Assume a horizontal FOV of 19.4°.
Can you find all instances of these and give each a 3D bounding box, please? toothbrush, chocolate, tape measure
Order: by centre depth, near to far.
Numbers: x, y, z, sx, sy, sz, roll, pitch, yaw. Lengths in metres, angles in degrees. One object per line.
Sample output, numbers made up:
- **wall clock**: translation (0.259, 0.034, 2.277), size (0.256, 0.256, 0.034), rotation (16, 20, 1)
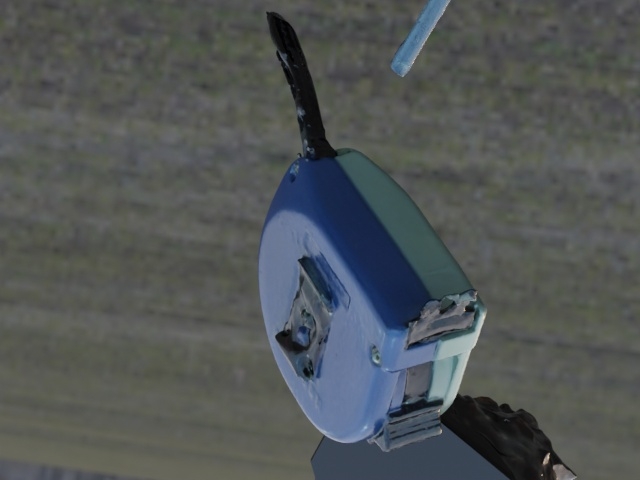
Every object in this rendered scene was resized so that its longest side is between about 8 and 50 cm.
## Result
- **toothbrush**: translation (0.114, -0.219, 1.476), size (0.016, 0.219, 0.019), rotation (23, -151, -17)
- **tape measure**: translation (0.000, 0.000, 1.484), size (0.098, 0.351, 0.215), rotation (-12, 140, -23)
- **chocolate**: translation (0.134, 0.216, 1.707), size (0.224, 0.206, 0.177), rotation (40, -142, 18)
